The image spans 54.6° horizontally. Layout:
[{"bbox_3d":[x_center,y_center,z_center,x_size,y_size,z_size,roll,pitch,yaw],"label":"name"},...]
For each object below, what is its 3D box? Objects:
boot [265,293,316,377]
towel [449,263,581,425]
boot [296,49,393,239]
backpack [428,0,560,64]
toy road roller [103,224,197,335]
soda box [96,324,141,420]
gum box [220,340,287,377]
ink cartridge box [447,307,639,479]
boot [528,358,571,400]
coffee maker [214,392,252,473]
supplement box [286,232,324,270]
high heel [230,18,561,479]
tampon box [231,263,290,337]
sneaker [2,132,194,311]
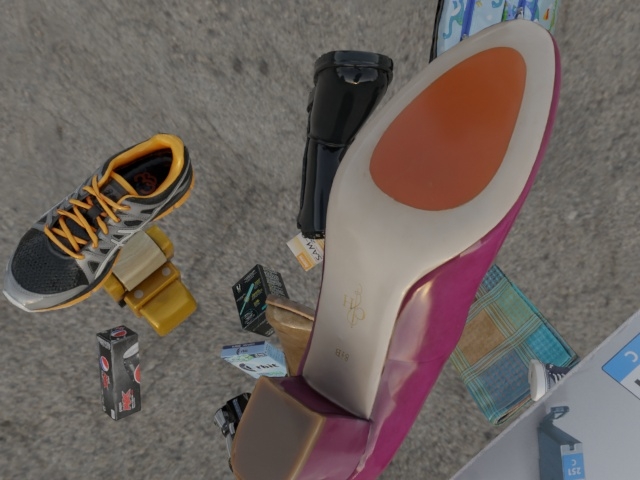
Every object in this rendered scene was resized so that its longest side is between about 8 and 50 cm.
[{"bbox_3d":[-0.006,0.182,0.868,0.112,0.305,0.115,18,64,34],"label":"boot"},{"bbox_3d":[0.456,0.260,1.616,0.271,0.040,0.370,-44,40,14],"label":"towel"},{"bbox_3d":[0.026,-0.104,0.778,0.094,0.246,0.207,2,86,-10],"label":"boot"},{"bbox_3d":[0.325,-0.405,1.161,0.273,0.290,0.355,1,100,32],"label":"backpack"},{"bbox_3d":[-0.465,0.126,1.721,0.202,0.329,0.240,-42,85,-19],"label":"toy road roller"},{"bbox_3d":[-0.381,0.251,1.178,0.053,0.060,0.168,19,114,40],"label":"soda box"},{"bbox_3d":[-0.182,0.364,1.878,0.157,0.184,0.041,-11,53,29],"label":"gum box"},{"bbox_3d":[0.280,0.228,0.504,0.296,0.066,0.261,-38,52,-11],"label":"ink cartridge box"},{"bbox_3d":[0.470,0.281,1.252,0.086,0.190,0.069,6,96,15],"label":"boot"},{"bbox_3d":[-0.168,0.484,1.568,0.171,0.178,0.120,-5,121,-21],"label":"coffee maker"},{"bbox_3d":[0.000,0.000,1.068,0.098,0.036,0.062,-36,89,11],"label":"supplement box"},{"bbox_3d":[0.074,0.027,0.483,0.127,0.181,0.377,38,99,30],"label":"high heel"},{"bbox_3d":[-0.167,0.174,1.791,0.120,0.101,0.161,-41,47,21],"label":"tampon box"},{"bbox_3d":[-0.201,-0.025,0.568,0.084,0.083,0.215,40,65,-1],"label":"sneaker"}]
